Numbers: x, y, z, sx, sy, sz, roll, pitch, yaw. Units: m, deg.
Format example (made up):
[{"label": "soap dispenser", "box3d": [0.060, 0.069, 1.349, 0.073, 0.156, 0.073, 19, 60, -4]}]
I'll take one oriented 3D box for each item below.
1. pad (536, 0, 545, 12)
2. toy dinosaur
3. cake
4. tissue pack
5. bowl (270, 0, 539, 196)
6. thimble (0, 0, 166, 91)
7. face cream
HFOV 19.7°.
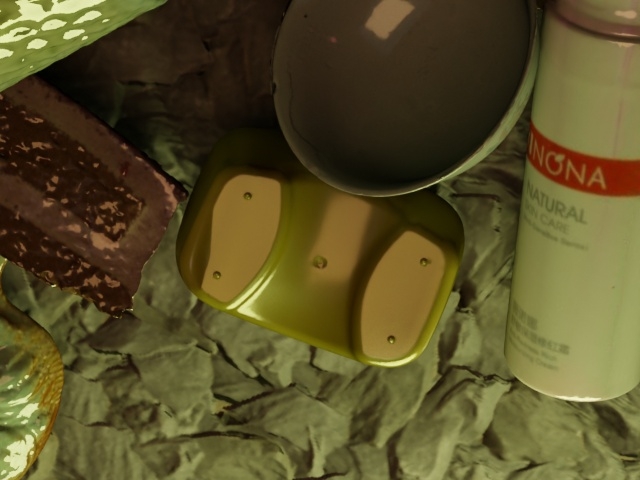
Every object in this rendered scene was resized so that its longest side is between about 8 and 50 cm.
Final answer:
[{"label": "pad", "box3d": [0.256, -0.223, 1.129, 0.286, 0.018, 0.284, 35, 113, -12]}, {"label": "toy dinosaur", "box3d": [-0.271, 0.150, 1.308, 0.205, 0.092, 0.393, -11, 106, 3]}, {"label": "cake", "box3d": [-0.222, -0.066, 1.202, 0.295, 0.113, 0.116, 35, 88, -1]}, {"label": "tissue pack", "box3d": [0.000, 0.000, 1.198, 0.178, 0.127, 0.123, 20, 108, -6]}, {"label": "bowl", "box3d": [0.068, -0.108, 1.145, 0.189, 0.189, 0.086, -37, 149, 19]}, {"label": "thimble", "box3d": [-0.207, -0.213, 1.037, 0.150, 0.271, 0.271, -26, 111, 12]}, {"label": "face cream", "box3d": [0.179, -0.065, 1.149, 0.102, 0.102, 0.345, 4, 120, 2]}]
